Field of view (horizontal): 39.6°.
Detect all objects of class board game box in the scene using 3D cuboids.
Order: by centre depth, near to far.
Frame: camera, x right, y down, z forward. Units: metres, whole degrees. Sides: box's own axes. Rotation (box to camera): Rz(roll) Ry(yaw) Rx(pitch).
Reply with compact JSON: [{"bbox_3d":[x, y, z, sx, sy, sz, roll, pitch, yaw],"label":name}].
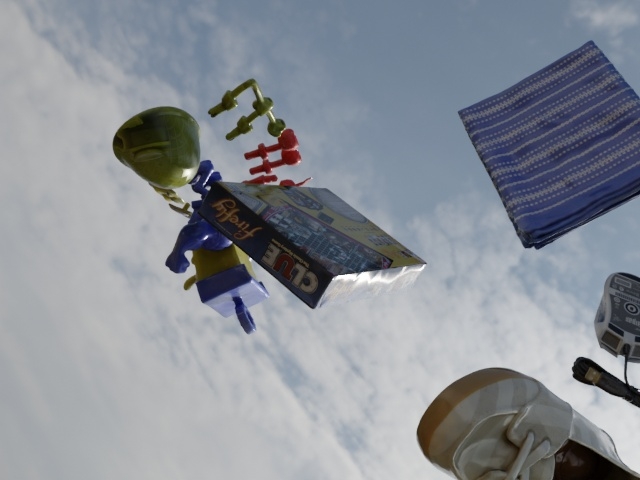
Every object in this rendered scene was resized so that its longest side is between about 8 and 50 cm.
[{"bbox_3d":[0.000,0.000,0.966,0.165,0.243,0.042,38,-72,22],"label":"board game box"}]

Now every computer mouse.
[{"bbox_3d":[0.347,0.114,1.016,0.106,0.193,0.042,22,-45,6],"label":"computer mouse"}]

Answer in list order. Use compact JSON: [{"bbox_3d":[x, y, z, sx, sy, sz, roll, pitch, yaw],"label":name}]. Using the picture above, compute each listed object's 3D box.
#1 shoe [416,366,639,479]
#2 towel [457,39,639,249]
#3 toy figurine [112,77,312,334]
[{"bbox_3d":[0.142,0.134,0.560,0.219,0.076,0.058,25,6,-43],"label":"shoe"},{"bbox_3d":[0.350,-0.150,1.288,0.040,0.243,0.336,51,16,-40],"label":"towel"},{"bbox_3d":[-0.094,-0.003,1.037,0.362,0.191,0.217,67,8,-74],"label":"toy figurine"}]
